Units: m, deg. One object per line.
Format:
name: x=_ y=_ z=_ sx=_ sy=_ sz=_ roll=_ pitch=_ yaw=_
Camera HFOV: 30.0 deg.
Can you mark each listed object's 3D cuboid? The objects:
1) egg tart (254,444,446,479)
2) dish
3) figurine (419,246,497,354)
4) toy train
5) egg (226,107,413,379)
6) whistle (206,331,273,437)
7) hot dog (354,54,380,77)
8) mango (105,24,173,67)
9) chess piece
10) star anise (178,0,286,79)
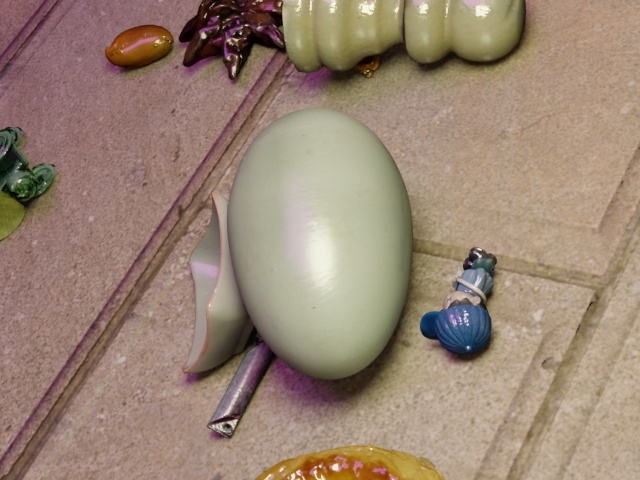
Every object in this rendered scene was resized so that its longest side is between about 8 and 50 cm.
egg tart: x=0.029 y=0.357 z=1.212 sx=0.319 sy=0.128 sz=0.319 roll=-15 pitch=46 yaw=17
dish: x=-0.126 y=0.061 z=1.569 sx=0.077 sy=0.151 sz=0.212 roll=10 pitch=46 yaw=-14
figurine: x=0.178 y=0.077 z=1.413 sx=0.079 sy=0.077 sz=0.136 roll=33 pitch=53 yaw=9
toy train: x=-0.572 y=-0.127 z=1.993 sx=0.189 sy=0.126 sz=0.307 roll=-42 pitch=44 yaw=-6
egg: x=0.000 y=0.000 z=1.461 sx=0.230 sy=0.230 sz=0.371 roll=-17 pitch=53 yaw=18
whistle: x=-0.090 y=0.168 z=1.513 sx=0.033 sy=0.033 sz=0.176 roll=7 pitch=57 yaw=35
hot dog: x=0.064 y=-0.294 z=1.818 sx=0.049 sy=0.037 sz=0.122 roll=-14 pitch=52 yaw=6
mango: x=-0.309 y=-0.333 z=2.057 sx=0.127 sy=0.063 sz=0.077 roll=-13 pitch=43 yaw=15
chess piece: x=0.126 y=-0.323 z=1.699 sx=0.330 sy=0.182 sz=0.182 roll=4 pitch=55 yaw=15
star anise: x=-0.133 y=-0.382 z=1.963 sx=0.272 sy=0.102 sz=0.272 roll=-15 pitch=46 yaw=16
